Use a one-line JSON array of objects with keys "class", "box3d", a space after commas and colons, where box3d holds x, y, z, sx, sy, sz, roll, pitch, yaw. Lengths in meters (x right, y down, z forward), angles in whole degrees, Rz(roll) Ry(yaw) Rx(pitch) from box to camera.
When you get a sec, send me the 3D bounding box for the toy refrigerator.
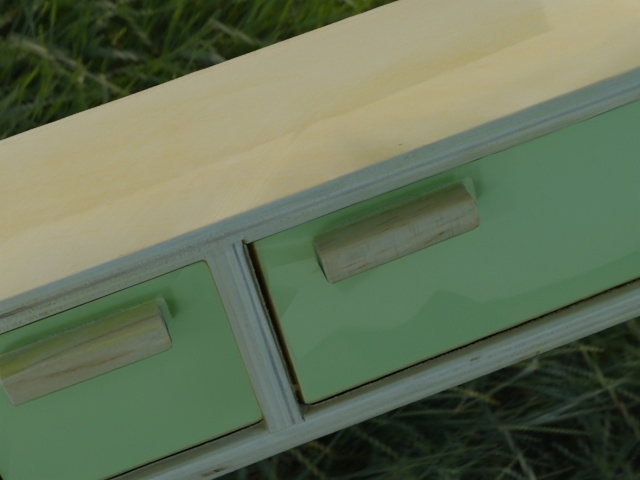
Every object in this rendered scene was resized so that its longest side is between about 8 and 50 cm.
[{"class": "toy refrigerator", "box3d": [0.000, 0.000, 0.419, 0.269, 0.102, 0.094, -20, 39, -5]}]
